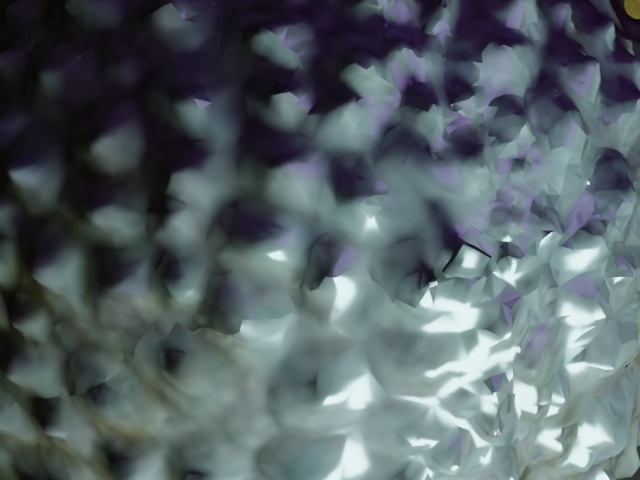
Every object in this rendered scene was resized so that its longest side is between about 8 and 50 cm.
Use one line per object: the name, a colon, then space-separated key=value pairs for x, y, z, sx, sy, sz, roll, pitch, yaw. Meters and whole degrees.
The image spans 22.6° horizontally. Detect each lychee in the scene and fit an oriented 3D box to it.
lychee: x=0.003 y=0.001 z=0.556 sx=0.300 sy=0.300 sz=0.300 roll=15 pitch=67 yaw=-41

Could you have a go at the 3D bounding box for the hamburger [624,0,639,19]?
hamburger: x=0.129 y=-0.121 z=0.814 sx=0.260 sy=0.145 sz=0.283 roll=21 pitch=69 yaw=-42
